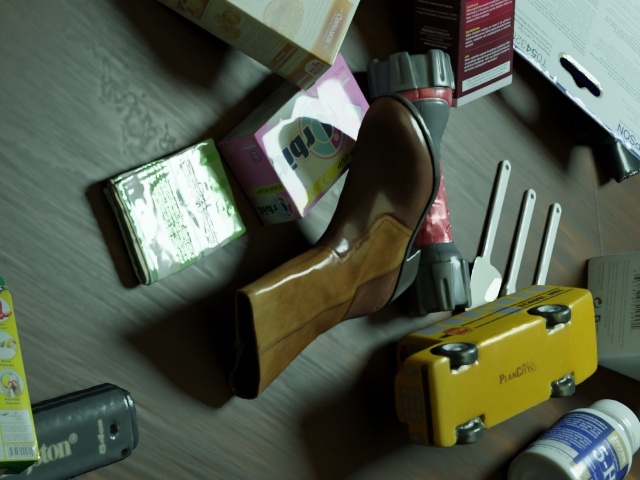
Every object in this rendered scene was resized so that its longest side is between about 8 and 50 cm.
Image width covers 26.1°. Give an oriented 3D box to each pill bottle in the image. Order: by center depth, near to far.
[{"bbox_3d":[0.332,0.280,1.761,0.187,0.112,0.112,-30,104,-44],"label":"pill bottle"}]

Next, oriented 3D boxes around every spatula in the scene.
[{"bbox_3d":[0.256,0.024,1.797,0.168,0.019,0.242,36,59,-35],"label":"spatula"}]

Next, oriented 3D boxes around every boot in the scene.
[{"bbox_3d":[0.000,0.000,1.443,0.280,0.096,0.264,-30,143,-42],"label":"boot"},{"bbox_3d":[0.413,-0.130,1.967,0.121,0.045,0.099,-32,102,-51],"label":"boot"}]

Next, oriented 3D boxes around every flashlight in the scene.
[{"bbox_3d":[0.123,-0.067,1.617,0.103,0.103,0.304,-4,85,-47],"label":"flashlight"}]

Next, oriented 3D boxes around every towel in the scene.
[{"bbox_3d":[-0.146,-0.031,1.398,0.152,0.023,0.113,-30,106,-47],"label":"towel"}]

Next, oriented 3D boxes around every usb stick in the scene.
[{"bbox_3d":[-0.275,0.189,1.203,0.278,0.045,0.077,-13,91,-46],"label":"usb stick"}]

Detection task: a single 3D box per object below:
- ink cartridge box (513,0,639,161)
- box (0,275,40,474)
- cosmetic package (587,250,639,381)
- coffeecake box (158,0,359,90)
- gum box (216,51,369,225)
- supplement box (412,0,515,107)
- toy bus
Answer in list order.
[{"bbox_3d":[0.365,-0.313,1.912,0.324,0.071,0.330,36,60,-27],"label":"ink cartridge box"},{"bbox_3d":[-0.304,0.108,1.159,0.105,0.043,0.179,6,61,-41],"label":"box"},{"bbox_3d":[0.481,0.109,1.916,0.184,0.151,0.151,24,67,-40],"label":"cosmetic package"},{"bbox_3d":[-0.056,-0.270,1.454,0.185,0.068,0.142,30,59,-15],"label":"coffeecake box"},{"bbox_3d":[-0.017,-0.115,1.510,0.188,0.062,0.107,-48,116,-39],"label":"gum box"},{"bbox_3d":[0.177,-0.296,1.675,0.130,0.073,0.239,-26,126,-45],"label":"supplement box"},{"bbox_3d":[0.203,0.141,1.627,0.333,0.130,0.108,-17,106,-43],"label":"toy bus"}]
